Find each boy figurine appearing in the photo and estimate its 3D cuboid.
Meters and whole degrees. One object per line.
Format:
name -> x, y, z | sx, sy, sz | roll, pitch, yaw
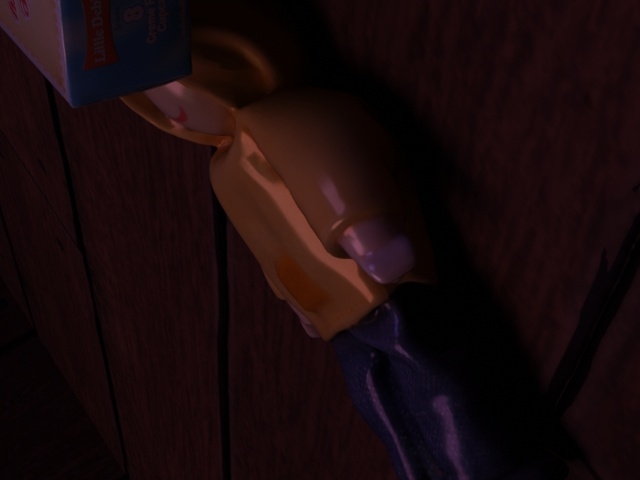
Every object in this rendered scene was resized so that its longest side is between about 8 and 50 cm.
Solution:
boy figurine -> 0.000, 0.000, 0.674 | 0.285, 0.092, 0.177 | 58, 167, -2

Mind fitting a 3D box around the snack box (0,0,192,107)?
snack box -> -0.118, -0.230, 0.570 | 0.187, 0.060, 0.322 | 45, 145, 41
